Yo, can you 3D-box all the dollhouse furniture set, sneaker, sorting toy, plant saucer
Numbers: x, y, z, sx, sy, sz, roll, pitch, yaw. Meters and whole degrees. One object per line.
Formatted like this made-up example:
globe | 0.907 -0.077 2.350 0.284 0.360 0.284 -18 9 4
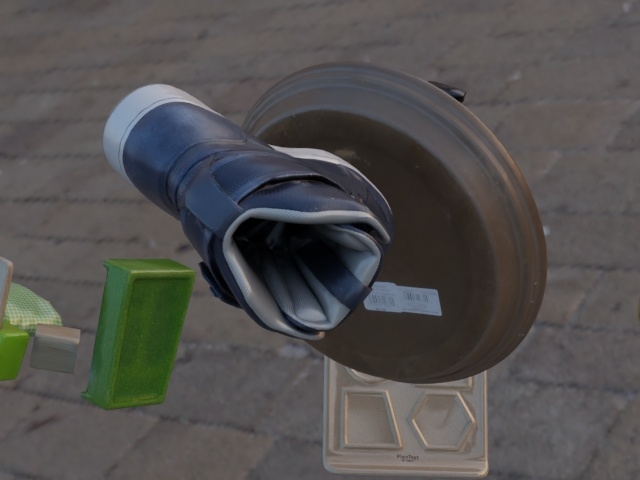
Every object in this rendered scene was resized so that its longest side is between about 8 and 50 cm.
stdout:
dollhouse furniture set | -0.126 0.020 0.540 0.152 0.058 0.076 19 10 39
sneaker | -0.001 0.001 0.722 0.163 0.226 0.086 39 103 42
sorting toy | 0.098 0.174 1.475 0.193 0.208 0.038 3 -19 -6
plant saucer | 0.038 -0.002 0.971 0.278 0.278 0.041 0 27 35

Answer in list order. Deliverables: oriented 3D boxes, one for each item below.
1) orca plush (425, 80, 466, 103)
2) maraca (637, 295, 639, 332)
orca plush | 0.108 0.008 1.059 0.151 0.287 0.102 -1 35 -1
maraca | 0.359 0.046 1.157 0.185 0.127 0.099 -46 31 -23
